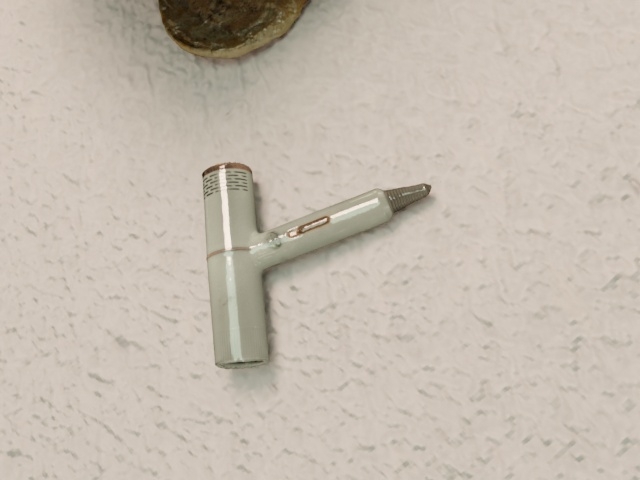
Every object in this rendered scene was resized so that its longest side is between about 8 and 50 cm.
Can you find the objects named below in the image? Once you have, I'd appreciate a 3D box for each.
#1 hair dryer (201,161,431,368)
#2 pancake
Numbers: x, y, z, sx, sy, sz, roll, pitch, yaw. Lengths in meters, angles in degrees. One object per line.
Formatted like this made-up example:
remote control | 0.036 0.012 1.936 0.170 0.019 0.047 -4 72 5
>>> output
hair dryer | 0.003 0.007 0.581 0.183 0.044 0.154 -9 75 13
pancake | -0.076 -0.217 0.674 0.140 0.022 0.139 -5 70 14
